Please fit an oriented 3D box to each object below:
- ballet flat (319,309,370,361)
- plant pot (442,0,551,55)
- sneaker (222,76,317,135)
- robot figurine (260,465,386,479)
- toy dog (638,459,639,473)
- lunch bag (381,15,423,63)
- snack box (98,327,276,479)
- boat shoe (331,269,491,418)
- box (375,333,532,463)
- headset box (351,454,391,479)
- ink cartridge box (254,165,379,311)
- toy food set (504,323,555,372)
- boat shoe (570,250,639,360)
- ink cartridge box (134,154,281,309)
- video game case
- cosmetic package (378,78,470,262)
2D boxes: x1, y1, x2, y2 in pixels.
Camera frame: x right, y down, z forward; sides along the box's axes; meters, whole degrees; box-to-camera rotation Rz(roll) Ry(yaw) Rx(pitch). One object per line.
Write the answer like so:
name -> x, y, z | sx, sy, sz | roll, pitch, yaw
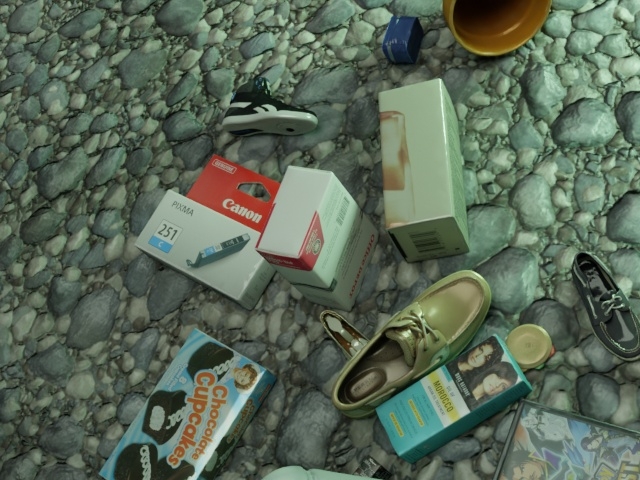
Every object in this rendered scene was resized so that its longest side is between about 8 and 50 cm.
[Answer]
ballet flat -> 0.055, 0.184, 1.911 | 0.057, 0.052, 0.168 | -48, 57, -5
plant pot -> 0.322, -0.497, 2.083 | 0.205, 0.205, 0.188 | -28, 41, 7
sneaker -> -0.100, -0.287, 2.208 | 0.216, 0.079, 0.121 | 1, 66, 25
robot figurine -> 0.025, 0.459, 1.634 | 0.353, 0.300, 0.200 | 11, 73, -10
toy dog -> 0.580, 0.464, 1.382 | 0.395, 0.284, 0.408 | 20, 94, -1
lunch bag -> 0.165, -0.413, 2.169 | 0.065, 0.067, 0.098 | 7, 66, 26
snack box -> -0.242, 0.340, 1.952 | 0.187, 0.060, 0.322 | 25, 76, 31
boat shoe -> 0.159, 0.179, 1.816 | 0.341, 0.110, 0.121 | -44, 76, -3
box -> 0.222, 0.266, 1.780 | 0.244, 0.060, 0.101 | -34, 56, 10
headset box -> 0.074, 0.407, 1.780 | 0.032, 0.062, 0.083 | 37, 83, 34
ink cartridge box -> 0.000, 0.000, 1.922 | 0.100, 0.237, 0.172 | 11, 69, 30
toy food set -> 0.354, 0.182, 1.804 | 0.082, 0.020, 0.083 | -16, 59, 15
boat shoe -> 0.473, 0.106, 1.766 | 0.075, 0.065, 0.206 | -27, 57, 8
ink cartridge box -> -0.190, -0.035, 2.125 | 0.296, 0.066, 0.261 | 25, 77, 31
video game case -> 0.388, 0.409, 1.662 | 0.248, 0.035, 0.275 | 13, 70, 28
cosmetic package -> 0.189, -0.127, 1.960 | 0.129, 0.153, 0.296 | -10, 59, 17
